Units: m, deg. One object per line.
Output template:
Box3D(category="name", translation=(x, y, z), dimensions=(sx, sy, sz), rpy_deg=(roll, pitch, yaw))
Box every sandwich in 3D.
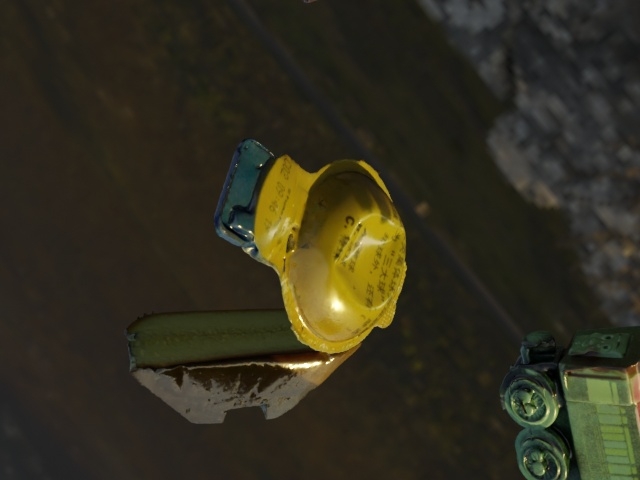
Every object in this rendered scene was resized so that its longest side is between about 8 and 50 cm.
Box3D(category="sandwich", translation=(-0.085, 0.121, 1.871), dimensions=(0.090, 0.244, 0.088), rpy_deg=(-115, 30, -44))

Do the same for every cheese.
Box3D(category="cheese", translation=(0.000, 0.000, 1.627), dimensions=(0.069, 0.177, 0.270), rpy_deg=(7, 162, 37))

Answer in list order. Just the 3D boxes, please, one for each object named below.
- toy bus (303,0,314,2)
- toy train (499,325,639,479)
Box3D(category="toy bus", translation=(0.075, -0.290, 1.691), dimensions=(0.073, 0.235, 0.096), rpy_deg=(85, 165, -58))
Box3D(category="toy train", translation=(0.121, 0.105, 0.808), dimensions=(0.071, 0.038, 0.148), rpy_deg=(-2, 116, 23))
